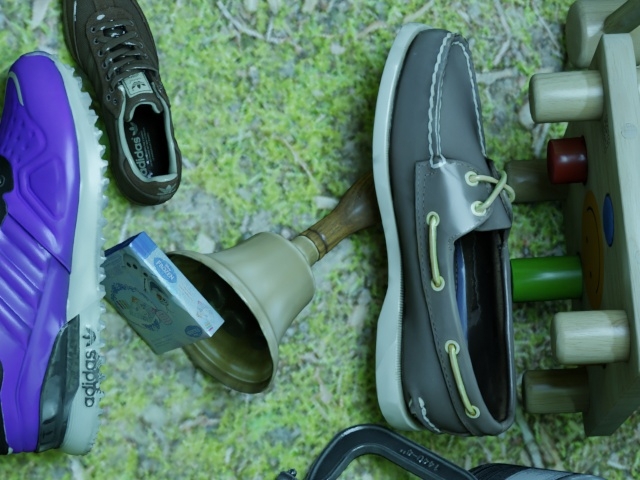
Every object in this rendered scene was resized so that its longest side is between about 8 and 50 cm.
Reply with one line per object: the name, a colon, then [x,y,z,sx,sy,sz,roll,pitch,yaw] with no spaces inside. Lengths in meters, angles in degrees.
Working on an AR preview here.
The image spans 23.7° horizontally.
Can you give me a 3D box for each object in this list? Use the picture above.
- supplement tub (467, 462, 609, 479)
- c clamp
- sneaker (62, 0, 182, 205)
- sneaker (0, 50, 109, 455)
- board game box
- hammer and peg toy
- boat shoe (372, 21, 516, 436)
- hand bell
supplement tub: [0.176,0.235,1.180,0.117,0.190,0.117,1,86,-23]
c clamp: [0.040,0.204,1.174,0.161,0.022,0.137,21,49,23]
sneaker: [-0.139,-0.120,1.139,0.066,0.071,0.188,-19,94,-23]
sneaker: [-0.232,0.009,1.074,0.146,0.102,0.293,0,86,-22]
board game box: [-0.125,0.040,1.122,0.090,0.090,0.020,50,58,-12]
hammer and peg toy: [0.214,-0.047,1.174,0.127,0.266,0.361,-3,73,0]
boat shoe: [0.105,-0.008,1.186,0.117,0.097,0.324,-4,96,-55]
hand bell: [0.000,0.000,1.185,0.242,0.126,0.126,-38,101,-32]
